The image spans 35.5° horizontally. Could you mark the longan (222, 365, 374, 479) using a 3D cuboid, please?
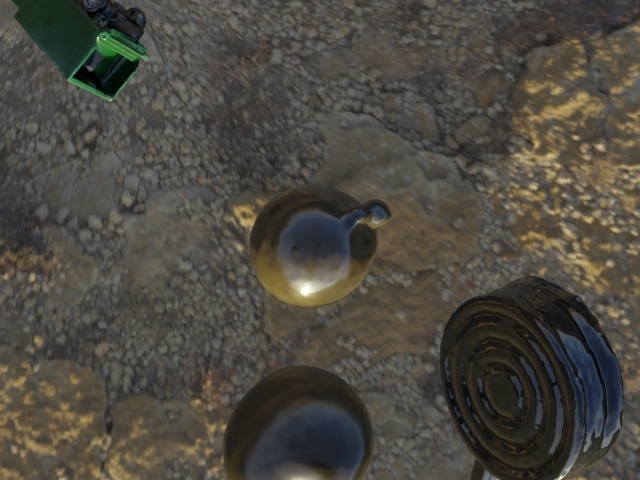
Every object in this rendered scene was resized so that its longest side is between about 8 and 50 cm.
[{"bbox_3d":[-0.030,0.269,1.349,0.212,0.198,0.198,-38,112,18],"label":"longan"}]

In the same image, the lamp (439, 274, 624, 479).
[{"bbox_3d":[-0.001,0.179,0.390,0.108,0.130,0.371,-7,139,-33],"label":"lamp"}]

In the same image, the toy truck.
[{"bbox_3d":[-0.214,-0.201,0.874,0.079,0.147,0.065,-47,152,10],"label":"toy truck"}]

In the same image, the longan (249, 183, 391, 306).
[{"bbox_3d":[0.000,0.000,0.791,0.119,0.106,0.106,-27,113,25],"label":"longan"}]
